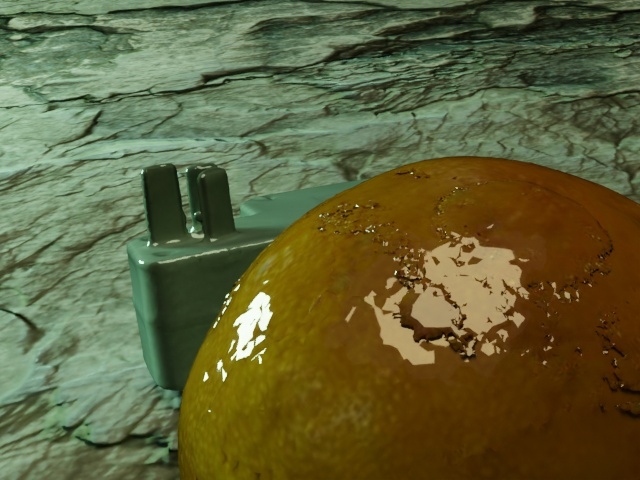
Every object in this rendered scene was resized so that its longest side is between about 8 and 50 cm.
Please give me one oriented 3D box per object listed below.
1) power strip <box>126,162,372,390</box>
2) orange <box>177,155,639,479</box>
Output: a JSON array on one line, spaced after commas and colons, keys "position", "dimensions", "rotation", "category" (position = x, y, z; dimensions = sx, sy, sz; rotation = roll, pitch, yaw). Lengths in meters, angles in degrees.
[{"position": [0.000, 0.000, 0.732], "dimensions": [0.261, 0.141, 0.229], "rotation": [-11, 15, -16], "category": "power strip"}, {"position": [0.060, 0.082, 0.445], "dimensions": [0.240, 0.240, 0.240], "rotation": [-3, 25, 1], "category": "orange"}]
